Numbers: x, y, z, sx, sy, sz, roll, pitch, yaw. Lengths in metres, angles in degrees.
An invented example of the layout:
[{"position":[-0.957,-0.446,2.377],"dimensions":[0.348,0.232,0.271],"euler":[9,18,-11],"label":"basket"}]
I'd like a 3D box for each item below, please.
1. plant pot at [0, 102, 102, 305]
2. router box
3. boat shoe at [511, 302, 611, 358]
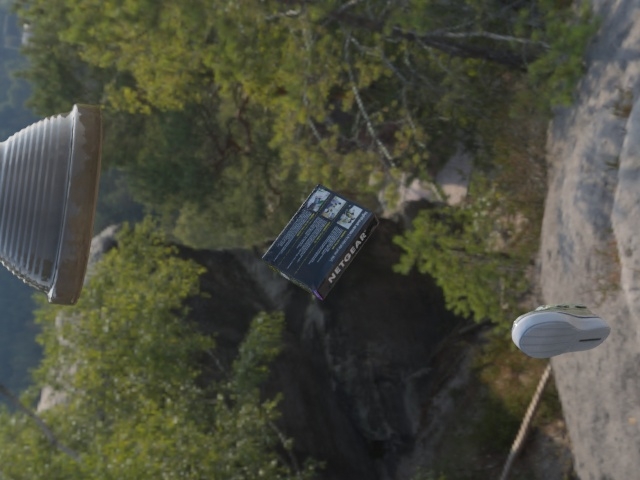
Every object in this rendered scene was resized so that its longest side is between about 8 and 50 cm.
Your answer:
[{"position":[-0.324,-0.047,0.898],"dimensions":[0.237,0.110,0.237],"euler":[-171,90,-68],"label":"plant pot"},{"position":[0.000,0.000,1.400],"dimensions":[0.133,0.046,0.179],"euler":[30,76,31],"label":"router box"},{"position":[0.499,0.184,1.667],"dimensions":[0.094,0.302,0.109],"euler":[52,123,40],"label":"boat shoe"}]
